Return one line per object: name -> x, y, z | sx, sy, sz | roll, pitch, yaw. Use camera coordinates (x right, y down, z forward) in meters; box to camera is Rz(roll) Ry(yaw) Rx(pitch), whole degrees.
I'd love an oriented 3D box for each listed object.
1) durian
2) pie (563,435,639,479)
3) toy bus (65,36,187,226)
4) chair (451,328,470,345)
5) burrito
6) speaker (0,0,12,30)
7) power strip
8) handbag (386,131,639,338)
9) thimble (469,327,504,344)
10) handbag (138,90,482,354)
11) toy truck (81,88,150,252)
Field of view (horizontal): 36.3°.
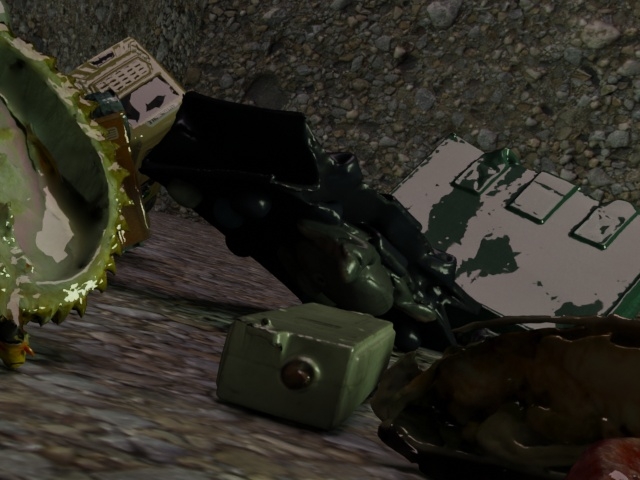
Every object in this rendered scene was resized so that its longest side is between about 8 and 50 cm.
durian -> -0.218, -0.014, 0.555 | 0.193, 0.138, 0.237 | 4, 51, -41
pie -> 0.150, 0.110, 0.321 | 0.154, 0.036, 0.154 | 18, 15, -5
toy bus -> -0.276, -0.116, 1.284 | 0.157, 0.139, 0.289 | 42, -39, 6
chair -> 0.211, 0.073, 1.246 | 0.270, 0.136, 0.147 | 16, -1, -16
burrito -> 0.217, 0.107, 0.506 | 0.348, 0.107, 0.175 | 15, -17, -27
speaker -> -0.435, -0.126, 0.896 | 0.184, 0.183, 0.406 | -4, 5, -36
power strip -> 0.000, 0.075, 0.644 | 0.078, 0.052, 0.272 | 14, 0, 9
handbag -> 0.220, 0.010, 1.135 | 0.326, 0.238, 0.089 | 28, -31, 34
thimble -> 0.145, 0.105, 0.671 | 0.095, 0.066, 0.104 | 13, 4, -18
handbag -> 0.000, 0.000, 0.959 | 0.269, 0.118, 0.326 | 14, -21, 49
toy truck -> -0.272, -0.060, 1.024 | 0.136, 0.162, 0.305 | -20, 13, -18
